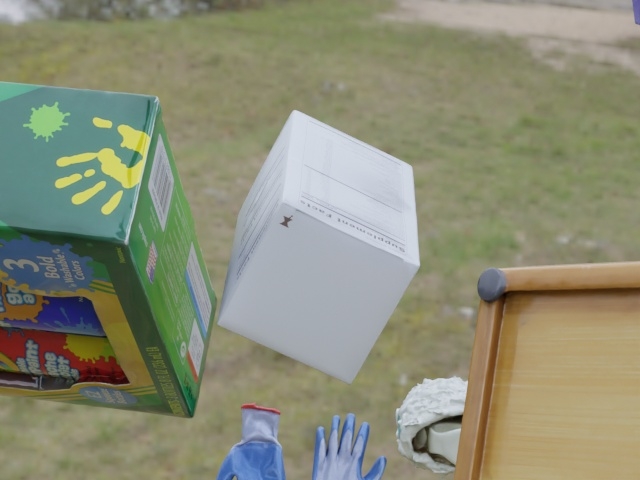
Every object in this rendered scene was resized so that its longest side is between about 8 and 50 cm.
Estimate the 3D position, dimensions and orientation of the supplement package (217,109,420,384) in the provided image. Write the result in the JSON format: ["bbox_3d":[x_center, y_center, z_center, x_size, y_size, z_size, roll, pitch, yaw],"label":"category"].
[{"bbox_3d":[0.000,0.000,1.394,0.139,0.134,0.244,25,22,-8],"label":"supplement package"}]

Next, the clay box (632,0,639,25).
[{"bbox_3d":[0.336,-0.209,1.187,0.053,0.127,0.222,-30,35,-22],"label":"clay box"}]

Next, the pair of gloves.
[{"bbox_3d":[-0.024,0.274,1.770,0.198,0.159,0.023,6,-18,6],"label":"pair of gloves"}]

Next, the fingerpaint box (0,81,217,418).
[{"bbox_3d":[-0.323,0.019,1.541,0.371,0.163,0.445,6,-26,6],"label":"fingerpaint box"}]

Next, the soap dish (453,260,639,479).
[{"bbox_3d":[0.212,0.116,0.965,0.118,0.229,0.291,19,-15,-38],"label":"soap dish"}]

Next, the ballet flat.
[{"bbox_3d":[0.277,0.247,1.731,0.409,0.147,0.147,4,3,16],"label":"ballet flat"}]
